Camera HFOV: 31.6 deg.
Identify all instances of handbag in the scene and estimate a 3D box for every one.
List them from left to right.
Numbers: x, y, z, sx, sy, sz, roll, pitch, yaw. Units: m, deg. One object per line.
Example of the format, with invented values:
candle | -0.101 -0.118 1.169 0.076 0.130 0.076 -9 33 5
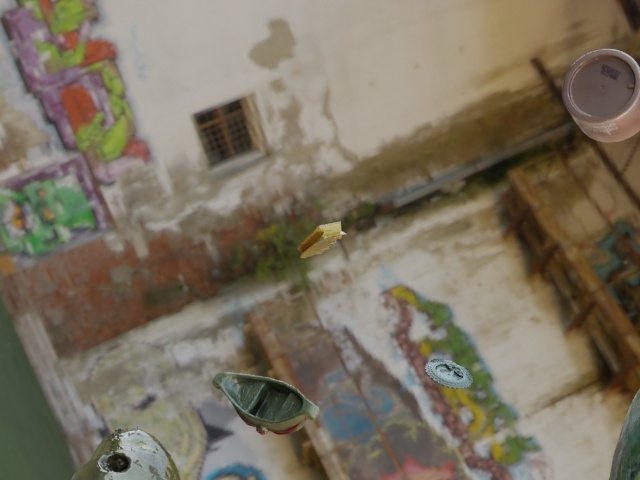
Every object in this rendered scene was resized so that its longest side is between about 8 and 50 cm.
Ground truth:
handbag | 0.000 0.000 2.026 0.083 0.061 0.027 -42 -113 46

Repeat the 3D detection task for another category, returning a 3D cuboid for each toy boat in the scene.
toy boat | -0.075 0.241 1.666 0.185 0.089 0.071 13 -32 30

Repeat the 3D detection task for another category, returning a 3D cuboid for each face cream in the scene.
face cream | 0.534 -0.268 2.104 0.149 0.149 0.104 59 14 29

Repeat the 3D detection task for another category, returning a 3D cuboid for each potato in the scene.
potato | -0.272 0.396 1.613 0.191 0.141 0.296 36 31 -28

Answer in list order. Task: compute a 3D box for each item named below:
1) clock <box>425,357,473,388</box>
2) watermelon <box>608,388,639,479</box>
clock | 0.195 0.203 1.720 0.074 0.083 0.010 27 -66 19
watermelon | 0.445 0.241 1.207 0.193 0.256 0.140 -66 170 -62
